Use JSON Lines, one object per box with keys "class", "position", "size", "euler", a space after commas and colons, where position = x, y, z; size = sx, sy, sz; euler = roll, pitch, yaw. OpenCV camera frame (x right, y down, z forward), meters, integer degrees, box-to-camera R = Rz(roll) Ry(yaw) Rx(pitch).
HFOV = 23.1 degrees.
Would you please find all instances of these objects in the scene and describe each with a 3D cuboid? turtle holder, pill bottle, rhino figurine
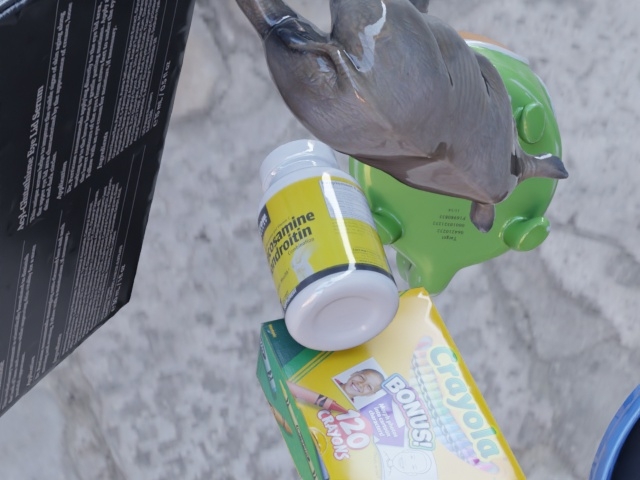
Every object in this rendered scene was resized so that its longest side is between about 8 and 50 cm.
{"class": "turtle holder", "position": [0.161, -0.090, 1.801], "size": [0.243, 0.320, 0.227], "euler": [-18, 29, 11]}
{"class": "pill bottle", "position": [0.000, 0.000, 1.402], "size": [0.103, 0.103, 0.184], "euler": [-13, 51, -6]}
{"class": "rhino figurine", "position": [0.047, -0.063, 0.716], "size": [0.073, 0.243, 0.106], "euler": [-40, 62, 14]}

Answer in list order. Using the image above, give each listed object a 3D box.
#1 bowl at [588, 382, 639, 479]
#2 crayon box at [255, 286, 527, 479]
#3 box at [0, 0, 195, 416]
{"class": "bowl", "position": [0.434, 0.262, 1.481], "size": [0.391, 0.077, 0.391], "euler": [-1, 97, -8]}
{"class": "crayon box", "position": [0.066, 0.181, 1.384], "size": [0.165, 0.081, 0.278], "euler": [-12, 51, -18]}
{"class": "box", "position": [-0.153, -0.034, 0.661], "size": [0.103, 0.261, 0.184], "euler": [30, 44, 12]}
